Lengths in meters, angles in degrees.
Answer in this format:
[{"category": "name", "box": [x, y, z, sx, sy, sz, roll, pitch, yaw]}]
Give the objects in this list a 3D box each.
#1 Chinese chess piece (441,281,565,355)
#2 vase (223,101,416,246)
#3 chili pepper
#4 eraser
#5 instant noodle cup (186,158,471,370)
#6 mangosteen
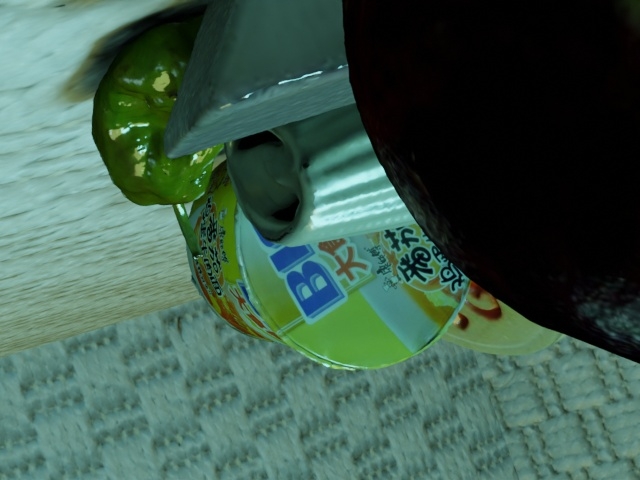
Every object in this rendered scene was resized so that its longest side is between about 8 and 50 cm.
[{"category": "Chinese chess piece", "box": [0.131, -0.003, 1.451, 0.251, 0.251, 0.097, -25, -151, 58]}, {"category": "vase", "box": [0.064, -0.070, 0.800, 0.248, 0.128, 0.128, -26, -179, -34]}, {"category": "chili pepper", "box": [-0.081, -0.058, 0.838, 0.072, 0.073, 0.204, 0, 160, -14]}, {"category": "eraser", "box": [0.094, -0.127, 0.691, 0.352, 0.077, 0.111, -19, 179, -16]}, {"category": "instant noodle cup", "box": [0.000, 0.000, 1.244, 0.205, 0.205, 0.153, -18, -177, -26]}, {"category": "mangosteen", "box": [0.117, -0.079, 0.434, 0.228, 0.228, 0.265, -19, 163, -3]}]
